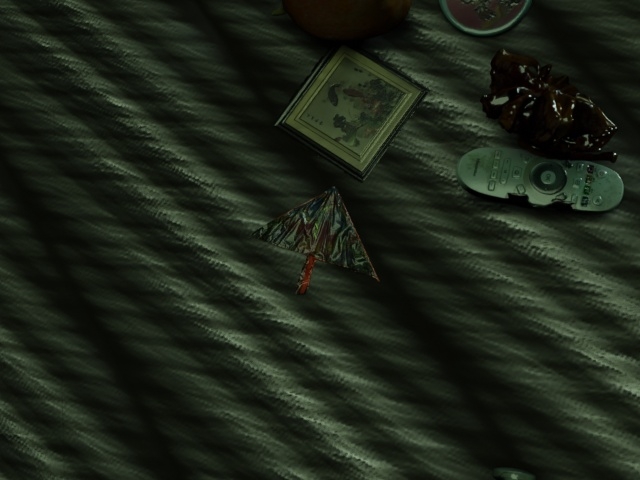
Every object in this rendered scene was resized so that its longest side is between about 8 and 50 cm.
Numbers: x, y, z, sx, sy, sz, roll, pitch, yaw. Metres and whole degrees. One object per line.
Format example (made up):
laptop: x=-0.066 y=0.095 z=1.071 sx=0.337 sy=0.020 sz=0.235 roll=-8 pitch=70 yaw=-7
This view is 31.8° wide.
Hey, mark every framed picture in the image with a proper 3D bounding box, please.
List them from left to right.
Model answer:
framed picture: x=0.049 y=-0.221 z=1.862 sx=0.195 sy=0.010 sz=0.199 roll=34 pitch=85 yaw=21

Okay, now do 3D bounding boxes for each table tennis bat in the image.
table tennis bat: x=0.249 y=-0.444 z=1.867 sx=0.153 sy=0.040 sz=0.244 roll=-35 pitch=73 yaw=3

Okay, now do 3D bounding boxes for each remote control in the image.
remote control: x=0.336 y=-0.090 z=1.730 sx=0.256 sy=0.045 sz=0.097 roll=12 pitch=70 yaw=15

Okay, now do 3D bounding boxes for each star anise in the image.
star anise: x=0.330 y=-0.193 z=1.693 sx=0.126 sy=0.190 sz=0.220 roll=-53 pitch=22 yaw=26

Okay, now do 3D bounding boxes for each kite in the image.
kite: x=0.000 y=0.000 z=1.808 sx=0.232 sy=0.009 sz=0.189 roll=16 pitch=78 yaw=18

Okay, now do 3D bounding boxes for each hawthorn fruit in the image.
hawthorn fruit: x=0.025 y=-0.416 z=1.846 sx=0.251 sy=0.199 sz=0.199 roll=-12 pitch=70 yaw=25

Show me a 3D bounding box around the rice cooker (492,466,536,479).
rice cooker: x=0.241 y=0.449 z=1.477 sx=0.316 sy=0.264 sz=0.317 roll=2 pitch=80 yaw=-10
